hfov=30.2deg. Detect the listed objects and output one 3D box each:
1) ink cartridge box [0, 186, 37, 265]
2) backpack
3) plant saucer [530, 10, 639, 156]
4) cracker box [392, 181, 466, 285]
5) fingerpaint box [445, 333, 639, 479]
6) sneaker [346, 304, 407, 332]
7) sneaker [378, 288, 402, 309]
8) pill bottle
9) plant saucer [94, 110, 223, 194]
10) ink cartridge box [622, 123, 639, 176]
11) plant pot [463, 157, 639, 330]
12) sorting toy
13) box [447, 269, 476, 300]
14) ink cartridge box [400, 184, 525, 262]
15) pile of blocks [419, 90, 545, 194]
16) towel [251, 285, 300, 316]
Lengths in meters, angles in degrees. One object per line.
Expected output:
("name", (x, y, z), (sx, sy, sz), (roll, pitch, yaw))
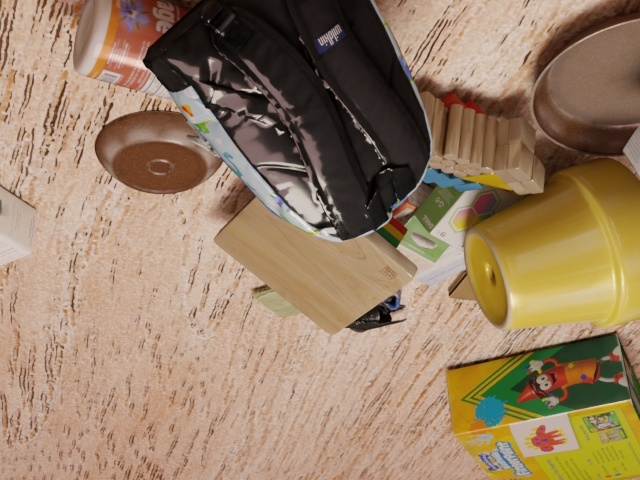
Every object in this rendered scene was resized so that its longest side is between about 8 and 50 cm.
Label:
("ink cartridge box", (-0.579, -0.038, 1.862), (0.159, 0.092, 0.218), (-19, 143, 25))
("backpack", (-0.017, -0.169, 1.455), (0.355, 0.290, 0.273), (48, 166, -15))
("plant saucer", (0.449, -0.226, 1.673), (0.311, 0.050, 0.310), (-3, 148, -2))
("cracker box", (0.163, -0.014, 1.979), (0.232, 0.067, 0.156), (27, 138, -37))
("fingerpaint box", (0.516, 0.394, 2.578), (0.371, 0.163, 0.445), (-15, 146, 18))
("sneaker", (0.077, 0.141, 2.233), (0.170, 0.051, 0.089), (12, 154, -43))
("sneaker", (0.109, 0.084, 2.143), (0.052, 0.058, 0.135), (-23, 143, 29))
("pill bottle", (-0.198, -0.245, 1.526), (0.216, 0.121, 0.121), (13, 145, -25))
("plant saucer", (-0.243, -0.123, 1.802), (0.199, 0.036, 0.198), (-2, 149, -1))
("ink cartridge box", (0.621, -0.219, 1.602), (0.324, 0.071, 0.330), (-1, 137, -27))
("plant pot", (0.357, 0.024, 1.791), (0.239, 0.254, 0.254), (-16, 150, -12))
("sorting toy", (0.000, 0.000, 1.884), (0.257, 0.089, 0.255), (39, 142, -9))
("box", (0.357, 0.071, 2.175), (0.201, 0.021, 0.164), (8, 147, -16))
("ink cartridge box", (0.223, -0.044, 1.857), (0.109, 0.062, 0.209), (26, 110, -39))
("pile of blocks", (0.155, -0.158, 1.719), (0.362, 0.112, 0.149), (15, 157, -14))
("towel", (-0.041, 0.101, 2.188), (0.148, 0.027, 0.110), (-21, 145, 27))
